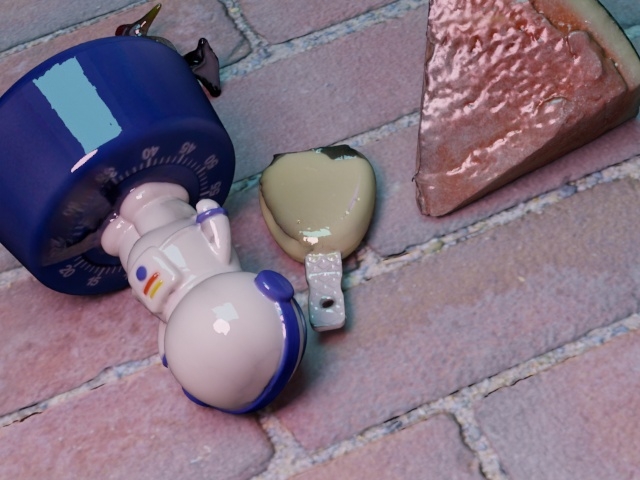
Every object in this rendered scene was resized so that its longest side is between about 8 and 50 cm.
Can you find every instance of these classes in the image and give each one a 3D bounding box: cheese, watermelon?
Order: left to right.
[{"bbox_3d":[0.000,0.000,1.705,0.127,0.054,0.251,-9,44,5],"label":"cheese"},{"bbox_3d":[0.199,-0.171,1.799,0.283,0.292,0.250,34,16,12],"label":"watermelon"}]

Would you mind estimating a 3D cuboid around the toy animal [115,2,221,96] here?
[{"bbox_3d":[-0.191,-0.214,1.973,0.105,0.070,0.202,-44,52,-4],"label":"toy animal"}]

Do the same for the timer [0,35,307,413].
[{"bbox_3d":[-0.150,0.013,1.623,0.270,0.270,0.383,-30,60,-17],"label":"timer"}]
